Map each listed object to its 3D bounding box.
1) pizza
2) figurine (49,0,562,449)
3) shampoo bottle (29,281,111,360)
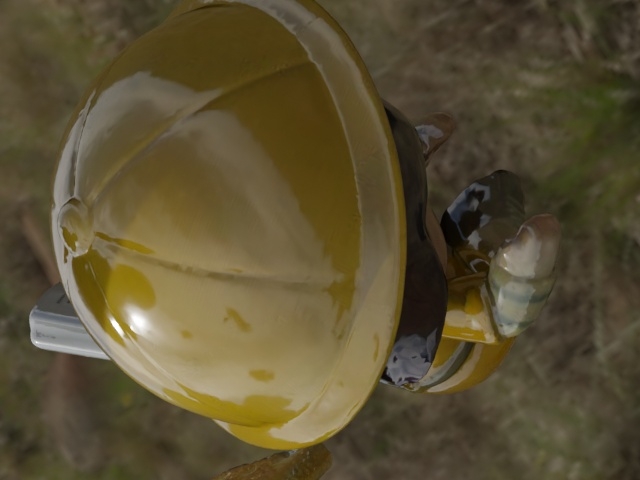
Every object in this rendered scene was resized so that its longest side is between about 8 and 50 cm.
[{"bbox_3d":[-0.083,0.271,1.687,0.188,0.204,0.080,-12,105,63],"label":"pizza"},{"bbox_3d":[-0.003,0.004,0.738,0.192,0.167,0.257,31,180,39],"label":"figurine"},{"bbox_3d":[-0.119,0.074,1.412,0.227,0.086,0.056,7,110,24],"label":"shampoo bottle"}]
